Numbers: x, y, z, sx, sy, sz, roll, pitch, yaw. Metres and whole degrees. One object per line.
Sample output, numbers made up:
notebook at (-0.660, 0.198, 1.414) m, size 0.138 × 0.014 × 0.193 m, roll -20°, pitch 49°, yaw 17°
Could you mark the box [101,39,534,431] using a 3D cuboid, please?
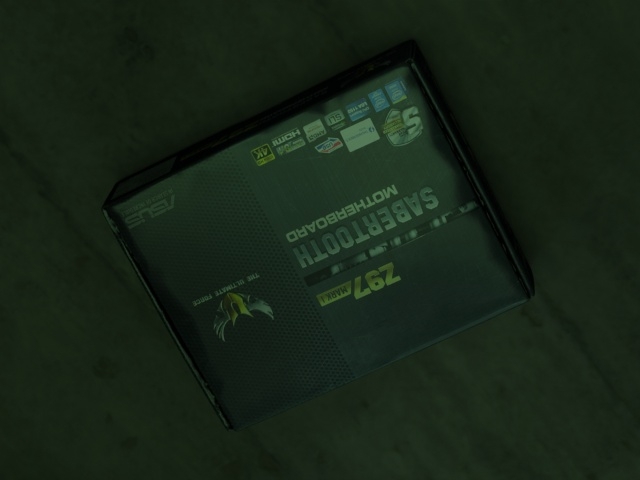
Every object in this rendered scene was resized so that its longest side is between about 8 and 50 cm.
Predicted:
box at (0.000, 0.000, 1.272) m, size 0.233 × 0.059 × 0.183 m, roll -24°, pitch 107°, yaw 13°
